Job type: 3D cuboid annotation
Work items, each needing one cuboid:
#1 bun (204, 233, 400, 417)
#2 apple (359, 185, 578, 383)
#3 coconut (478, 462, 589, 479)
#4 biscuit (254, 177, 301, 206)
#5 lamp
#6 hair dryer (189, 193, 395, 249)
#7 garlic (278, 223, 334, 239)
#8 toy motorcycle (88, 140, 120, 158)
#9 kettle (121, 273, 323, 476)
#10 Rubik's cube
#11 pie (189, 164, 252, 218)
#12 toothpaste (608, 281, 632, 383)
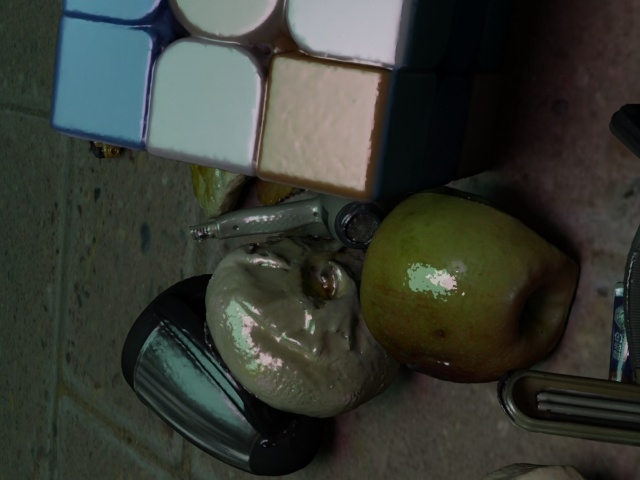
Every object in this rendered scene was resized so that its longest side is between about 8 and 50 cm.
[{"bbox_3d":[-0.007,0.083,1.235,0.239,0.239,0.141,64,148,30],"label":"bun"},{"bbox_3d":[0.141,0.048,1.097,0.188,0.174,0.207,22,124,54],"label":"apple"},{"bbox_3d":[0.207,0.320,0.980,0.222,0.202,0.202,53,131,43],"label":"coconut"},{"bbox_3d":[-0.036,-0.179,1.451,0.232,0.013,0.237,-19,76,53],"label":"biscuit"},{"bbox_3d":[0.251,0.028,0.916,0.124,0.203,0.283,-136,50,-63],"label":"lamp"},{"bbox_3d":[-0.012,-0.051,1.261,0.225,0.219,0.088,-2,113,20],"label":"hair dryer"},{"bbox_3d":[-0.007,0.001,1.369,0.152,0.066,0.084,0,89,56],"label":"garlic"},{"bbox_3d":[-0.361,-0.247,1.826,0.130,0.094,0.229,20,112,50],"label":"toy motorcycle"},{"bbox_3d":[-0.098,0.180,1.396,0.271,0.207,0.251,41,132,33],"label":"kettle"},{"bbox_3d":[-0.014,-0.245,1.049,0.347,0.346,0.344,12,103,21],"label":"Rubik's cube"},{"bbox_3d":[-0.157,-0.203,1.550,0.337,0.075,0.337,8,100,57],"label":"pie"},{"bbox_3d":[0.284,0.109,1.016,0.037,0.021,0.140,9,95,44],"label":"toothpaste"}]
